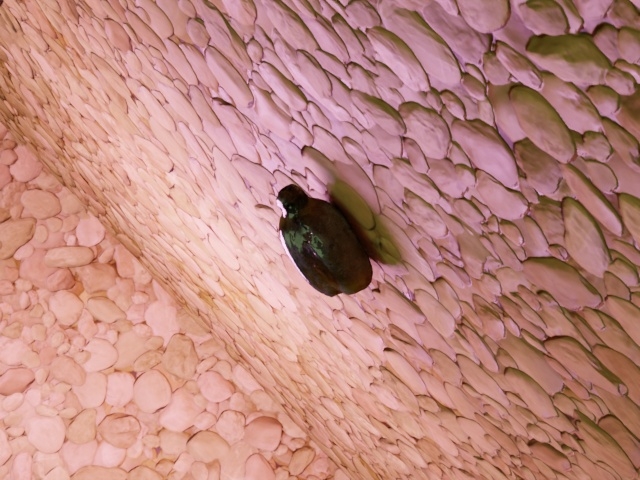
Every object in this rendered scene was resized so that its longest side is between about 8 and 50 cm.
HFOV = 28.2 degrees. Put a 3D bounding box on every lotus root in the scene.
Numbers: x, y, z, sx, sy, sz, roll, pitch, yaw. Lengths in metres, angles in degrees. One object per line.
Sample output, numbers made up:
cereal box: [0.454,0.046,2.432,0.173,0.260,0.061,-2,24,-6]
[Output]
lotus root: [0.000,0.000,1.783,0.113,0.088,0.192,-6,126,49]

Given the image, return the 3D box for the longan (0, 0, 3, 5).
longan: [-0.641,-0.425,1.802,0.404,0.404,0.436,45,-175,9]
